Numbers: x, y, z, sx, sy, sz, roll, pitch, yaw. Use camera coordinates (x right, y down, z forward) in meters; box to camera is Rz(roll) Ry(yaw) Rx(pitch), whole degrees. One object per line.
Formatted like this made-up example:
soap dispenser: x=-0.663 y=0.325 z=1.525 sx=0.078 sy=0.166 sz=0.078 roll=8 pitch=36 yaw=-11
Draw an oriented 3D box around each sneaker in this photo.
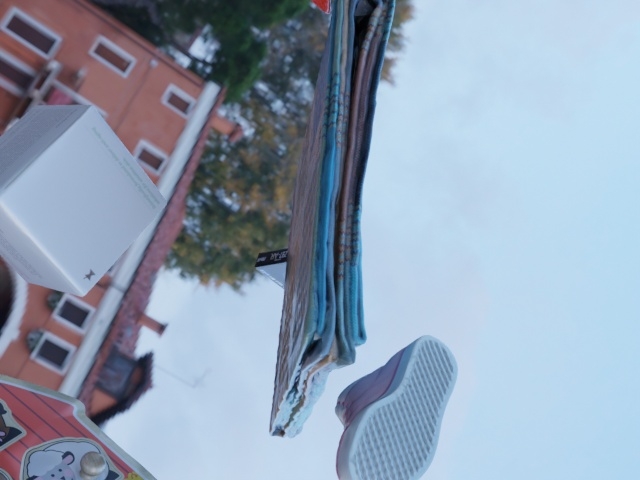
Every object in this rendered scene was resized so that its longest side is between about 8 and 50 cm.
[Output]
sneaker: x=0.033 y=0.115 z=0.579 sx=0.070 sy=0.051 sz=0.134 roll=-40 pitch=-174 yaw=38

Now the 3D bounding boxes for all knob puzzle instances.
knob puzzle: x=-0.235 y=0.152 z=0.690 sx=0.213 sy=0.213 sz=0.030 roll=-91 pitch=-156 yaw=-57

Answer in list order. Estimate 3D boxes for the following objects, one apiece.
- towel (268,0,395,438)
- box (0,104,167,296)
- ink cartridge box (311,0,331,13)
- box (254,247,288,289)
towel: x=0.000 y=0.000 z=0.753 sx=0.370 sy=0.040 sz=0.271 roll=108 pitch=-11 yaw=-70
box: x=-0.192 y=-0.031 z=0.708 sx=0.087 sy=0.101 sz=0.102 roll=9 pitch=-129 yaw=47
ink cartridge box: x=-0.094 y=-0.271 z=0.589 sx=0.060 sy=0.239 sz=0.275 roll=-40 pitch=164 yaw=-12
box: x=-0.017 y=0.036 z=1.008 sx=0.067 sy=0.083 sz=0.018 roll=-9 pitch=-126 yaw=39
